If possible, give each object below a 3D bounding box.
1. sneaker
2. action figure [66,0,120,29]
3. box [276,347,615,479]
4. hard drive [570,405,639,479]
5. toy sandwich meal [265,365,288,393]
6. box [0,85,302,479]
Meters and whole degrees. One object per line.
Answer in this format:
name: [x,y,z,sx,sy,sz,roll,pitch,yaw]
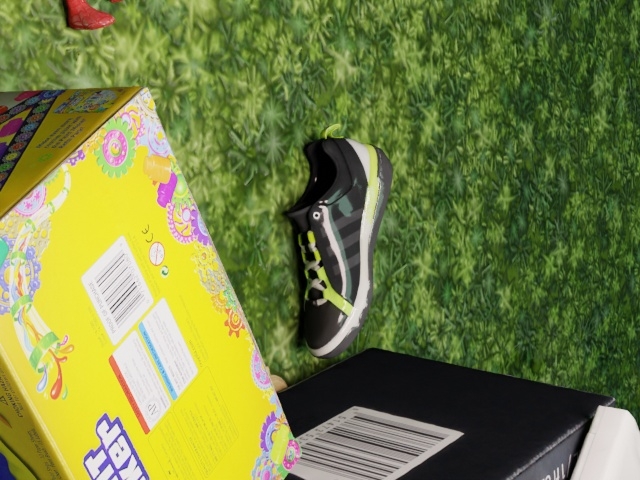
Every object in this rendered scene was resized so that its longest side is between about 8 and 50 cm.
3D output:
sneaker: [0.000,0.000,1.348,0.097,0.084,0.234,18,75,-30]
action figure: [-0.175,-0.305,1.001,0.091,0.139,0.280,-50,128,-44]
box: [0.039,0.400,1.202,0.480,0.297,0.471,-20,115,-54]
hard drive: [0.234,0.329,1.177,0.307,0.040,0.203,-63,143,-29]
toy sandwich meal: [-0.059,0.166,1.296,0.086,0.029,0.085,-14,107,-55]
box: [-0.208,0.072,0.846,0.177,0.279,0.290,-51,131,-41]
